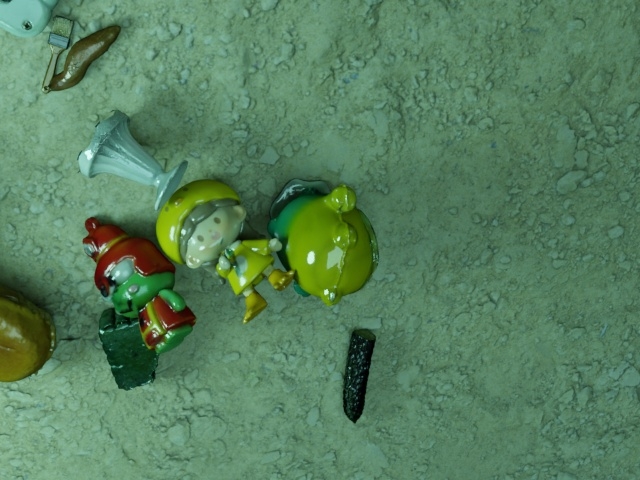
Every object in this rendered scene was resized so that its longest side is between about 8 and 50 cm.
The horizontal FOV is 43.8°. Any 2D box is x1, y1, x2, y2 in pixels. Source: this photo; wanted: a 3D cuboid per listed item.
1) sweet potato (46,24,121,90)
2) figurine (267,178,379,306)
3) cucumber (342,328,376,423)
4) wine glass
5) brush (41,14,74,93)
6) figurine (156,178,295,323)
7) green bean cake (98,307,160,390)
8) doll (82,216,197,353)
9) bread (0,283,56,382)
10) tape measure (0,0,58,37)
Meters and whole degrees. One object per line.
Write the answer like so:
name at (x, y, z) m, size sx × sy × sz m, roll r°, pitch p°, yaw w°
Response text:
sweet potato at (-0.504, -0.390, 1.688) m, size 0.202 × 0.055 × 0.058 m, roll -43°, pitch 90°, yaw 7°
figurine at (0.000, 0.000, 1.840) m, size 0.232 × 0.340 × 0.323 m, roll 6°, pitch 109°, yaw -19°
cucumber at (0.100, 0.380, 2.188) m, size 0.072 × 0.072 × 0.300 m, roll 1°, pitch 113°, yaw -16°
wine glass at (-0.403, -0.168, 1.727) m, size 0.197 × 0.165 × 0.164 m, roll 32°, pitch 102°, yaw -5°
brush at (-0.565, -0.392, 1.691) m, size 0.043 × 0.014 × 0.169 m, roll 16°, pitch 109°, yaw -20°
figurine at (-0.224, 0.016, 1.805) m, size 0.215 × 0.343 × 0.187 m, roll -39°, pitch 163°, yaw -11°
green bean cake at (-0.433, 0.250, 1.962) m, size 0.194 × 0.107 × 0.208 m, roll -16°, pitch 117°, yaw -12°
doll at (-0.422, 0.085, 1.819) m, size 0.363 × 0.160 × 0.182 m, roll 48°, pitch 135°, yaw 8°
bread at (-0.791, 0.179, 1.786) m, size 0.389 × 0.183 × 0.236 m, roll 21°, pitch 109°, yaw -23°
tape measure at (-0.624, -0.530, 1.551) m, size 0.243 × 0.125 × 0.246 m, roll 26°, pitch 105°, yaw -24°
